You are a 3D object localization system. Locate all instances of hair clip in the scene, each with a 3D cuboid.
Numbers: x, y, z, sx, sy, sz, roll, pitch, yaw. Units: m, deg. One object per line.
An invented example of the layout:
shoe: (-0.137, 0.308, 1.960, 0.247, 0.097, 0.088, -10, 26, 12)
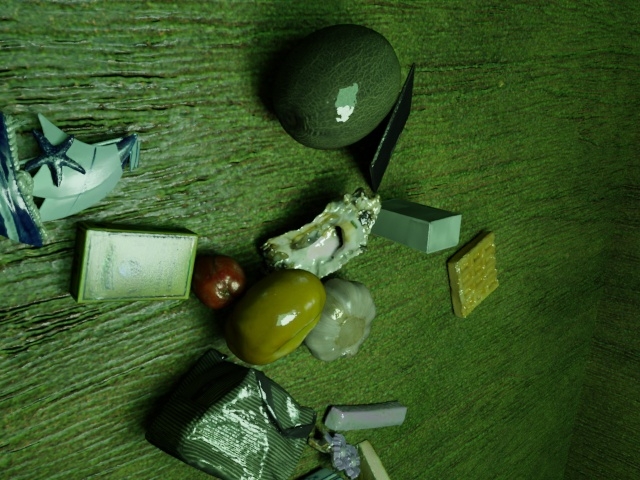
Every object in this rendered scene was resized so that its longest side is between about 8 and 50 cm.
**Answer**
hair clip: (0.058, 0.649, 1.552, 0.292, 0.084, 0.106, 53, 26, -41)

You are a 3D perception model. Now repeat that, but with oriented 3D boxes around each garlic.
garlic: (0.041, 0.196, 1.329, 0.227, 0.152, 0.228, -23, 127, -35)

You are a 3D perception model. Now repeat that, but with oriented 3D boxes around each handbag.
handbag: (-0.184, 0.413, 1.163, 0.341, 0.247, 0.240, 47, 62, -37)

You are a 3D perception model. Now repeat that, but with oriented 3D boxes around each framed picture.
framed picture: (0.174, -0.253, 1.251, 0.324, 0.013, 0.244, 34, 79, -82)

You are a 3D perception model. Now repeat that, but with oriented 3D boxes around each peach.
peach: (-0.093, 0.164, 1.131, 0.251, 0.153, 0.251, -44, 170, -10)

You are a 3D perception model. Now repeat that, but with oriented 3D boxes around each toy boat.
toy boat: (-0.445, -0.133, 0.859, 0.292, 0.070, 0.210, -46, 134, -24)

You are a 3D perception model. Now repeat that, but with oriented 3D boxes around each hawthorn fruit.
hawthorn fruit: (-0.214, 0.088, 1.093, 0.128, 0.128, 0.128, -15, 114, -37)

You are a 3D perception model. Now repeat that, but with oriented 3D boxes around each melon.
melon: (0.039, -0.328, 1.093, 0.301, 0.237, 0.238, -42, 128, -29)

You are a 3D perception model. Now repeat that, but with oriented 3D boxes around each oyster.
oyster: (0.000, 0.000, 1.258, 0.354, 0.107, 0.201, -30, 127, -2)

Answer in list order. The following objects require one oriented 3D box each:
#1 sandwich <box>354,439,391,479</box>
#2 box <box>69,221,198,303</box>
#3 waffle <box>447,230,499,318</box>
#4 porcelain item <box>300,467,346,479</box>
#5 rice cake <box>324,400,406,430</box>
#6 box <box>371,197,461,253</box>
sandwich: (0.175, 0.757, 1.630, 0.058, 0.162, 0.193, -9, 110, -35)
box: (-0.355, 0.043, 0.995, 0.219, 0.064, 0.141, 5, 102, -40)
waffle: (0.533, 0.117, 1.793, 0.221, 0.055, 0.248, -33, 125, -28)
porcelain item: (-0.024, 0.830, 1.485, 0.285, 0.157, 0.282, -11, 114, -39)
rice cake: (0.152, 0.549, 1.611, 0.364, 0.056, 0.073, 15, 97, -42)
box: (0.239, -0.044, 1.368, 0.129, 0.225, 0.086, -13, 113, -37)
